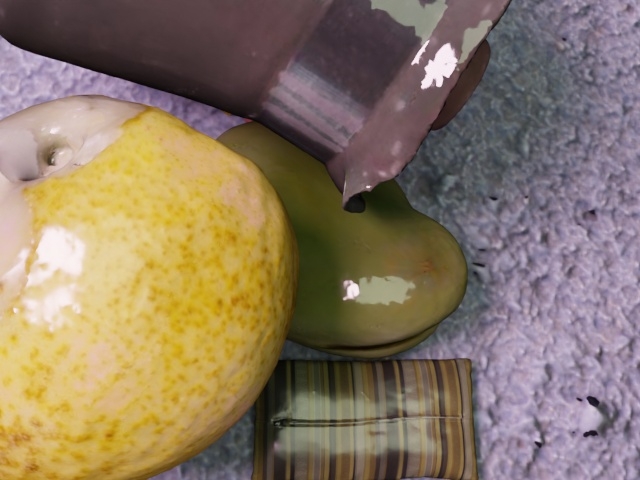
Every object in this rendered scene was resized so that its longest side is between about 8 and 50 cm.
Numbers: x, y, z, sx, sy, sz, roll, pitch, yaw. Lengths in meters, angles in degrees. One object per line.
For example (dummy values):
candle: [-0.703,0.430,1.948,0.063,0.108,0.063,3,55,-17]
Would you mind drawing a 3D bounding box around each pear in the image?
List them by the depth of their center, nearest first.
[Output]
pear: [-0.145,0.037,0.520,0.271,0.271,0.271,1,77,-6]

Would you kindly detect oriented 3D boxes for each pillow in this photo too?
pillow: [0.040,0.160,0.676,0.203,0.038,0.113,0,76,-6]

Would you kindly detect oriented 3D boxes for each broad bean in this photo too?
broad bean: [0.000,0.000,0.678,0.263,0.121,0.189,41,67,17]

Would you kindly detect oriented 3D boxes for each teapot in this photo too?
teapot: [-0.028,-0.237,0.568,0.361,0.305,0.376,33,68,-10]

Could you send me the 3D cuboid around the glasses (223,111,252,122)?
glasses: [-0.102,-0.231,0.744,0.255,0.095,0.162,41,104,3]
